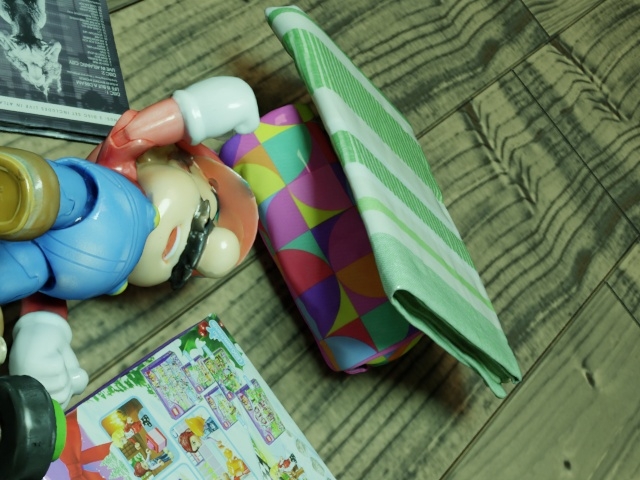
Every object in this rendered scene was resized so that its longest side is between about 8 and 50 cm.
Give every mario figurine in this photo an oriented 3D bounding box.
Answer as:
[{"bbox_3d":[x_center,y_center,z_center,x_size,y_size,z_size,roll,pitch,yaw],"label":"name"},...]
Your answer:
[{"bbox_3d":[-0.125,-0.003,0.800,0.170,0.198,0.320,65,22,2],"label":"mario figurine"}]

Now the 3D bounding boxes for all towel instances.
[{"bbox_3d":[0.062,-0.038,1.022,0.248,0.038,0.325,40,24,-51],"label":"towel"}]

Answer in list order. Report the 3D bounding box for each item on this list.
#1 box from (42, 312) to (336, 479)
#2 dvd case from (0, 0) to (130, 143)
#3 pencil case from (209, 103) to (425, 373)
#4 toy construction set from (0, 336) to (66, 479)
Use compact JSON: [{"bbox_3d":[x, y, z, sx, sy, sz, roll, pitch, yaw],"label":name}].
[{"bbox_3d":[-0.064,0.218,0.830,0.293,0.057,0.201,54,42,2],"label":"box"},{"bbox_3d":[-0.243,-0.182,0.975,0.164,0.018,0.221,5,59,-40],"label":"dvd case"},{"bbox_3d":[0.000,0.000,1.009,0.104,0.104,0.236,-20,75,-46],"label":"pencil case"},{"bbox_3d":[-0.230,0.219,0.528,0.237,0.309,0.257,6,15,-43],"label":"toy construction set"}]
